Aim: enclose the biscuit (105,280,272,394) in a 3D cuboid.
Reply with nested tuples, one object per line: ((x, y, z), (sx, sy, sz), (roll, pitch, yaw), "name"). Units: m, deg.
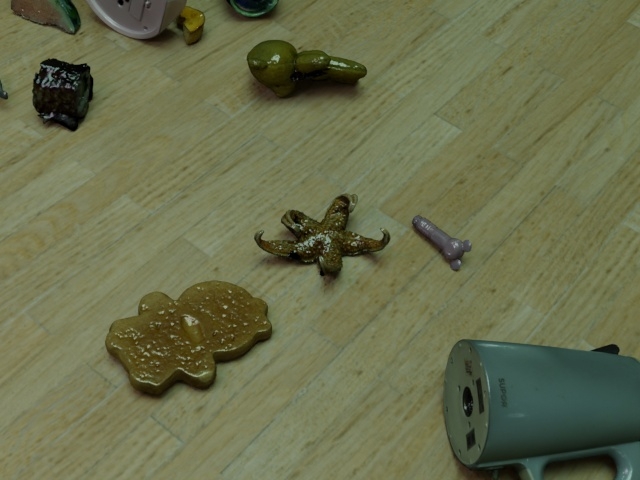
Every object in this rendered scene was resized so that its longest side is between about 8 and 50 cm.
((-0.178, 0.127, 1.333), (0.225, 0.036, 0.166), (-27, 58, -29), "biscuit")

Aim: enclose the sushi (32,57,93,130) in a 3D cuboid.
((-0.427, -0.248, 1.600), (0.084, 0.098, 0.094), (12, 31, 0), "sushi")

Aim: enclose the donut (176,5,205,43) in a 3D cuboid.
((-0.246, -0.397, 1.771), (0.083, 0.038, 0.067), (25, 54, 21), "donut")

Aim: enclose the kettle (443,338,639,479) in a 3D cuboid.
((0.299, 0.233, 1.232), (0.243, 0.160, 0.211), (2, 68, -12), "kettle")

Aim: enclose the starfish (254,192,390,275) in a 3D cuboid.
((-0.001, 0.000, 1.433), (0.189, 0.074, 0.146), (-15, 52, -18), "starfish")

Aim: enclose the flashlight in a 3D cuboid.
((0.185, -0.003, 1.484), (0.110, 0.052, 0.031), (41, 21, 33), "flashlight")

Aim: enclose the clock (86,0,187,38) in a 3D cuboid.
((-0.335, -0.460, 1.709), (0.197, 0.197, 0.068), (24, 51, 14), "clock")

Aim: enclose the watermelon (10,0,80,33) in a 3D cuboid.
((-0.496, -0.436, 1.776), (0.155, 0.080, 0.101), (28, 17, 20), "watermelon")

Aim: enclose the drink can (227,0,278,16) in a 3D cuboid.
((-0.139, -0.525, 1.839), (0.118, 0.118, 0.205), (-4, 50, -9), "drink can")

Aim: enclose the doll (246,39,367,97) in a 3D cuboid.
((-0.027, -0.291, 1.675), (0.209, 0.097, 0.137), (8, 11, -8), "doll")

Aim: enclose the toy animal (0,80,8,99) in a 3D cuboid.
((-0.645, -0.306, 1.625), (0.269, 0.082, 0.137), (9, 52, -4), "toy animal")
